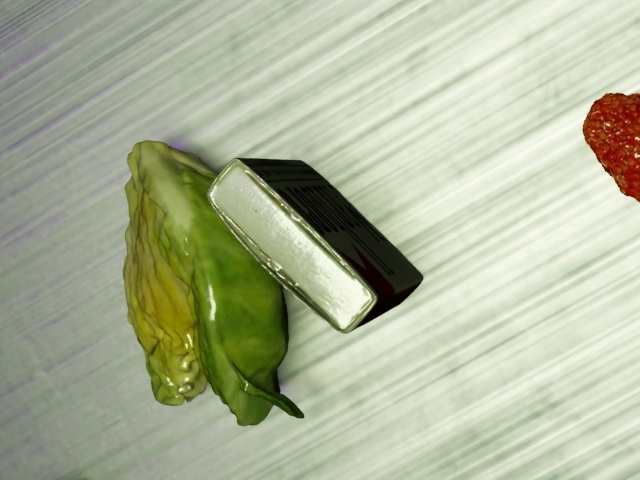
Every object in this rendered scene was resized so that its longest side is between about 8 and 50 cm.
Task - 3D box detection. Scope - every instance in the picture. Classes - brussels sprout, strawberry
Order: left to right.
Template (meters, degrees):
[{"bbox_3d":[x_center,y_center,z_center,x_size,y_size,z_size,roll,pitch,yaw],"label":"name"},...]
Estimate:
[{"bbox_3d":[-0.067,0.027,1.132,0.100,0.139,0.181,-5,79,-12],"label":"brussels sprout"},{"bbox_3d":[0.198,-0.059,1.115,0.083,0.073,0.073,31,100,44],"label":"strawberry"}]

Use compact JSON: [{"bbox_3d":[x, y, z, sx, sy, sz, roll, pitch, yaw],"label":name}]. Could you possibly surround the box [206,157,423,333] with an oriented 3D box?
[{"bbox_3d":[0.000,0.000,1.093,0.115,0.177,0.036,46,100,7],"label":"box"}]
